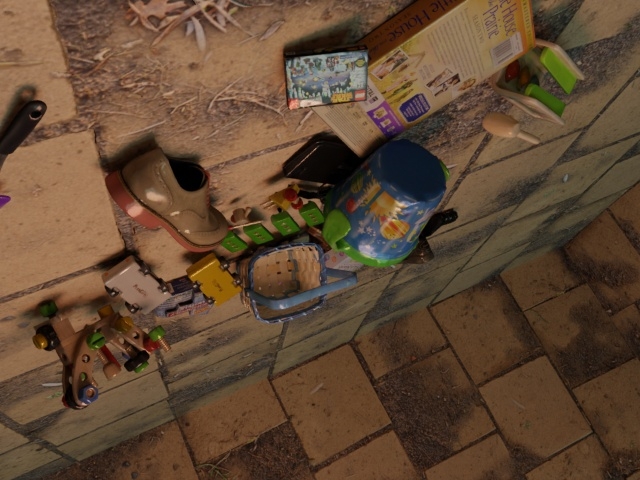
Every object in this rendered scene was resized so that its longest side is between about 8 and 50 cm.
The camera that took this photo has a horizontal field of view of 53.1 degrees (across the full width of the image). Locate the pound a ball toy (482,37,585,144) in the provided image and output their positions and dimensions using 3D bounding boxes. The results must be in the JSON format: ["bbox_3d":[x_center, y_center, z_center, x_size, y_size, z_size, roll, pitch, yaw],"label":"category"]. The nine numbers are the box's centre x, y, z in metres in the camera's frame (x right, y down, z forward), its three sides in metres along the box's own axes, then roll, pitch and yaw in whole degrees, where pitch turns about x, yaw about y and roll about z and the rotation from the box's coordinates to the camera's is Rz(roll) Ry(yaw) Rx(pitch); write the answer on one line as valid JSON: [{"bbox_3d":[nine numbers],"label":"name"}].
[{"bbox_3d":[0.448,-0.317,1.407,0.319,0.136,0.208,2,112,-56],"label":"pound a ball toy"}]

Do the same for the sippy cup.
[{"bbox_3d":[0.151,-0.093,1.393,0.240,0.305,0.224,24,144,-8],"label":"sippy cup"}]

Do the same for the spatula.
[{"bbox_3d":[-0.467,-0.109,0.929,0.084,0.030,0.296,0,148,-49],"label":"spatula"}]

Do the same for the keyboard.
[{"bbox_3d":[0.024,-0.154,1.473,0.201,0.033,0.317,-40,157,28],"label":"keyboard"}]

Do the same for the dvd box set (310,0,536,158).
[{"bbox_3d":[0.194,-0.331,1.198,0.420,0.062,0.307,-32,160,14],"label":"dvd box set"}]

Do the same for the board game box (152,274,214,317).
[{"bbox_3d":[-0.352,0.156,1.717,0.194,0.060,0.194,-19,158,-24],"label":"board game box"}]

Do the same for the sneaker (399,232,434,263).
[{"bbox_3d":[0.284,0.014,2.186,0.087,0.130,0.227,-21,-172,-31],"label":"sneaker"}]

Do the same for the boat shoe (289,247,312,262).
[{"bbox_3d":[-0.037,0.035,1.859,0.125,0.038,0.046,-31,161,10],"label":"boat shoe"}]

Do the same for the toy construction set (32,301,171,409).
[{"bbox_3d":[-0.541,0.228,1.500,0.257,0.237,0.309,-37,-172,-24],"label":"toy construction set"}]

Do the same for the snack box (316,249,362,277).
[{"bbox_3d":[0.099,0.038,2.001,0.207,0.070,0.174,-36,160,29],"label":"snack box"}]

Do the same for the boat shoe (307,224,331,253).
[{"bbox_3d":[0.000,0.000,1.753,0.060,0.064,0.178,-53,160,-1],"label":"boat shoe"}]

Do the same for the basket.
[{"bbox_3d":[-0.082,0.110,1.658,0.255,0.201,0.289,-14,-163,-35],"label":"basket"}]

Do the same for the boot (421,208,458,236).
[{"bbox_3d":[0.413,-0.061,2.211,0.099,0.045,0.121,-18,159,-33],"label":"boot"}]

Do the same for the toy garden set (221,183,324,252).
[{"bbox_3d":[-0.127,-0.055,1.454,0.244,0.049,0.204,-18,162,7],"label":"toy garden set"}]

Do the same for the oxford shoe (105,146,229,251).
[{"bbox_3d":[-0.242,-0.070,1.198,0.130,0.123,0.348,-36,161,8],"label":"oxford shoe"}]

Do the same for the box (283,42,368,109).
[{"bbox_3d":[0.010,-0.269,1.054,0.137,0.027,0.094,-9,132,-7],"label":"box"}]

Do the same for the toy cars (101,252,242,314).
[{"bbox_3d":[-0.345,0.084,1.510,0.394,0.087,0.176,-1,134,-45],"label":"toy cars"}]

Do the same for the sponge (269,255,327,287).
[{"bbox_3d":[-0.084,0.109,1.922,0.210,0.031,0.117,-34,176,34],"label":"sponge"}]
